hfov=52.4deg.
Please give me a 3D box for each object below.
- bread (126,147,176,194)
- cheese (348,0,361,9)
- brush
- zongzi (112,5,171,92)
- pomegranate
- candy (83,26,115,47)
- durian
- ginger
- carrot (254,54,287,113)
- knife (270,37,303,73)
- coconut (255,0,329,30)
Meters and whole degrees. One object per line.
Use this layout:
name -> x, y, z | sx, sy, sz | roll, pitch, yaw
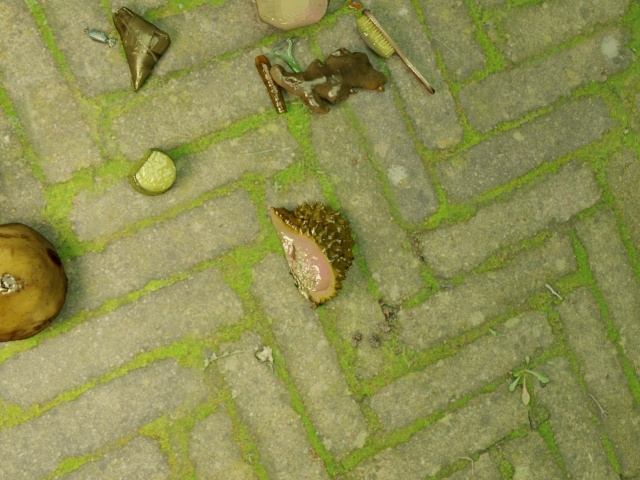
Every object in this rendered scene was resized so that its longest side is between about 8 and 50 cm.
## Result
bread -> -0.429, -0.173, 1.686 | 0.111, 0.114, 0.129 | 33, 85, -17
cheese -> 0.108, -0.718, 1.870 | 0.047, 0.017, 0.111 | 15, 85, -9
brush -> 0.212, -0.528, 1.873 | 0.067, 0.072, 0.313 | -42, 102, 12
zongzi -> -0.499, -0.502, 1.700 | 0.160, 0.078, 0.176 | 33, 90, -4
pomegranate -> -0.736, 0.096, 1.533 | 0.282, 0.281, 0.280 | 0, 88, -13
candy -> -0.581, -0.531, 1.705 | 0.083, 0.020, 0.030 | 19, 83, -11
durian -> 0.012, 0.006, 1.793 | 0.196, 0.185, 0.305 | -25, 86, -35
ginger -> 0.037, -0.443, 1.804 | 0.333, 0.080, 0.166 | -18, 88, -22
carrot -> -0.136, -0.428, 1.796 | 0.042, 0.042, 0.170 | -23, 96, -12
knife -> -0.064, -0.484, 1.820 | 0.078, 0.023, 0.166 | -41, 103, -11
coconut -> -0.068, -0.678, 1.728 | 0.231, 0.227, 0.226 | -14, 92, -3
